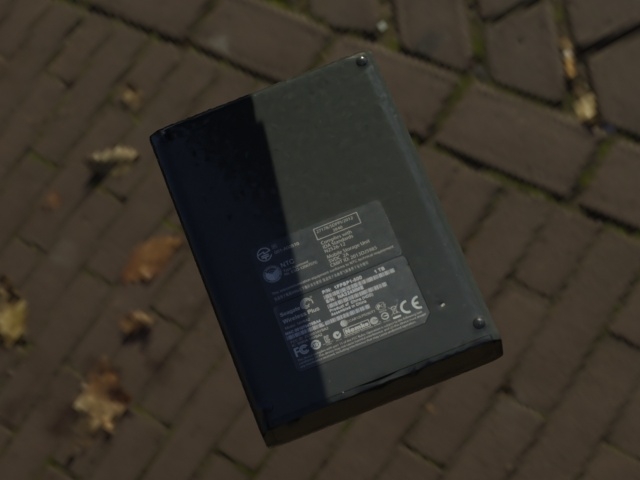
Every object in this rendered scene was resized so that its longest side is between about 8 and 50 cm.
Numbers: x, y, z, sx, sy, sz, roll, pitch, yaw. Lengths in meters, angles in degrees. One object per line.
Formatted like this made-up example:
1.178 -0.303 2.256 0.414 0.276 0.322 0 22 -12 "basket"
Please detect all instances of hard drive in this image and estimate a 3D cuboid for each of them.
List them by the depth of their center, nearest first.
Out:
0.000 0.000 0.747 0.094 0.022 0.135 -21 64 -2 "hard drive"
